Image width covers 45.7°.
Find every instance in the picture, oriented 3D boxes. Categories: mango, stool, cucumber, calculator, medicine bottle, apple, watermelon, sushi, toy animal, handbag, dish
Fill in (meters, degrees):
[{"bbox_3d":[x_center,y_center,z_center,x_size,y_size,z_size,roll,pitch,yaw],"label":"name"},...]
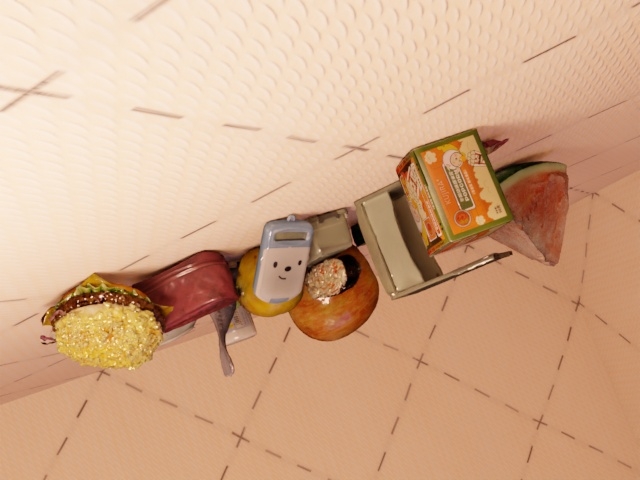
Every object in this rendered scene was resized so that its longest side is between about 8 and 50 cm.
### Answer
[{"bbox_3d":[-0.120,0.088,1.822,0.167,0.130,0.262,19,-156,-9],"label":"mango"},{"bbox_3d":[0.254,-0.026,1.734,0.269,0.244,0.170,-25,171,27],"label":"stool"},{"bbox_3d":[0.190,-0.054,2.002,0.244,0.063,0.115,-24,178,21],"label":"cucumber"},{"bbox_3d":[-0.082,0.040,1.653,0.121,0.210,0.039,-1,-156,-34],"label":"calculator"},{"bbox_3d":[-0.249,0.186,2.067,0.103,0.187,0.103,-20,172,-3],"label":"medicine bottle"},{"bbox_3d":[0.036,0.124,2.041,0.250,0.277,0.309,-30,-156,17],"label":"apple"},{"bbox_3d":[0.541,-0.086,2.085,0.283,0.293,0.250,-20,-159,-11],"label":"watermelon"},{"bbox_3d":[0.028,0.088,1.814,0.078,0.090,0.150,-8,167,-44],"label":"sushi"},{"bbox_3d":[-0.265,0.150,1.836,0.205,0.367,0.081,13,135,-1],"label":"toy animal"},{"bbox_3d":[-0.304,0.117,1.707,0.225,0.135,0.146,-27,168,16],"label":"handbag"},{"bbox_3d":[-0.387,0.217,1.949,0.229,0.081,0.229,-24,-174,3],"label":"dish"}]

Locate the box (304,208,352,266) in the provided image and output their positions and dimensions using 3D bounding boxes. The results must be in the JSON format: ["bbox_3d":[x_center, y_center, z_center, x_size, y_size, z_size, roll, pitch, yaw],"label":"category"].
[{"bbox_3d":[0.000,0.000,1.802,0.124,0.093,0.172,-17,171,-24],"label":"box"}]

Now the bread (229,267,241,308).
[{"bbox_3d":[-0.235,0.130,1.966,0.130,0.071,0.139,9,-136,19],"label":"bread"}]

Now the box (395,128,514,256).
[{"bbox_3d":[0.258,-0.089,1.510,0.148,0.195,0.177,-19,172,-7],"label":"box"}]

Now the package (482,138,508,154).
[{"bbox_3d":[0.355,-0.197,1.620,0.059,0.029,0.083,-23,-175,-36],"label":"package"}]

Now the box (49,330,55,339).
[{"bbox_3d":[-0.545,0.200,1.965,0.285,0.044,0.142,-22,167,6],"label":"box"}]

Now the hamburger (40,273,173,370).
[{"bbox_3d":[-0.445,0.186,1.566,0.243,0.139,0.261,29,134,-35],"label":"hamburger"}]
